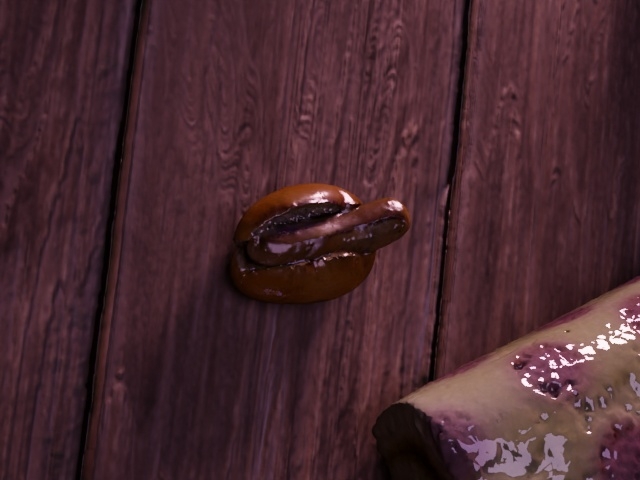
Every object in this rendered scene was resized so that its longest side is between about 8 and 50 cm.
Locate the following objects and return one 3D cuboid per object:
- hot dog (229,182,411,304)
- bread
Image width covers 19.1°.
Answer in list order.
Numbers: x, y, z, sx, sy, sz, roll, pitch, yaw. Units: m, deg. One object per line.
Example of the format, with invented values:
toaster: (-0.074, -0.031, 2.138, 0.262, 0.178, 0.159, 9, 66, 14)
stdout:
hot dog: (0.000, 0.002, 1.410, 0.140, 0.060, 0.089, -2, 90, -33)
bread: (0.216, 0.143, 1.461, 0.338, 0.155, 0.187, -23, 92, -29)
